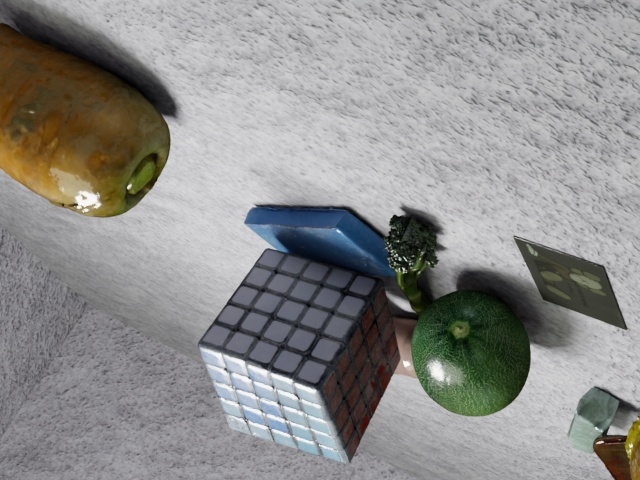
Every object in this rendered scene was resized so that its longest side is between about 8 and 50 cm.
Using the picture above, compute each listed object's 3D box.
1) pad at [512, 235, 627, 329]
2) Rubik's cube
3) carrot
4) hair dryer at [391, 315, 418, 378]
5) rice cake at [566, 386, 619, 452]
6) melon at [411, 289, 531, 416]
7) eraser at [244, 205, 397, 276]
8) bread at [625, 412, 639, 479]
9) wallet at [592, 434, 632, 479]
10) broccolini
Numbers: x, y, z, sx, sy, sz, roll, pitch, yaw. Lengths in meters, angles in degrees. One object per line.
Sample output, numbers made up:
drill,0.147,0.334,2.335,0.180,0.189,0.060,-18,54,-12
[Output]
pad,0.330,0.058,1.484,0.127,0.004,0.190,21,162,33
Rubik's cube,-0.028,0.188,1.857,0.237,0.238,0.237,14,142,27
carrot,-0.405,-0.182,1.723,0.341,0.224,0.224,33,165,11
hair dryer,0.058,0.133,2.002,0.344,0.106,0.189,35,165,-28
rice cake,0.458,0.303,1.901,0.063,0.069,0.206,26,161,16
melon,0.226,0.169,1.696,0.182,0.182,0.287,26,166,18
eraser,0.000,0.000,1.845,0.144,0.042,0.312,38,163,-27
bread,0.488,0.241,1.404,0.176,0.195,0.246,24,163,-1
wallet,0.559,0.345,1.776,0.255,0.031,0.137,-12,134,42
broccolini,0.158,0.053,1.725,0.074,0.078,0.392,15,168,17
